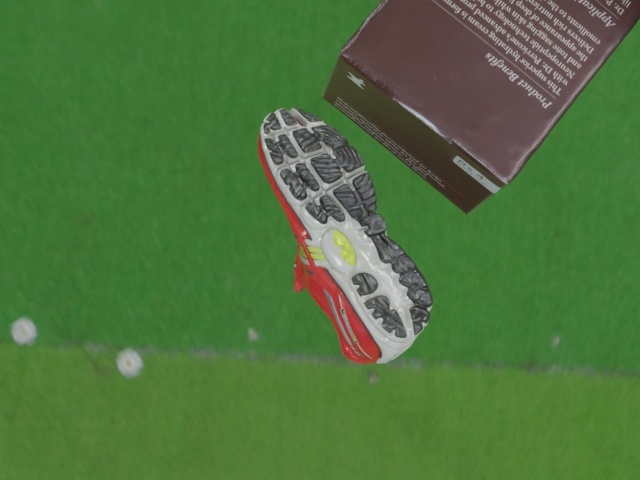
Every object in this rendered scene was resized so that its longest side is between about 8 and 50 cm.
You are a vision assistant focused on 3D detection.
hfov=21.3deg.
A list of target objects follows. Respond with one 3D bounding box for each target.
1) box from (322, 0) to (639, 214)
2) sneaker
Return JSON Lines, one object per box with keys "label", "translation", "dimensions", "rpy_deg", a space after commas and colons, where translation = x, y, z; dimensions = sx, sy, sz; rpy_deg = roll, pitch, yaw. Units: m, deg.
{"label": "box", "translation": [0.132, -0.158, 1.383], "dimensions": [0.168, 0.167, 0.203], "rpy_deg": [39, 82, 0]}
{"label": "sneaker", "translation": [0.000, 0.000, 1.685], "dimensions": [0.107, 0.118, 0.279], "rpy_deg": [-13, 69, -37]}
